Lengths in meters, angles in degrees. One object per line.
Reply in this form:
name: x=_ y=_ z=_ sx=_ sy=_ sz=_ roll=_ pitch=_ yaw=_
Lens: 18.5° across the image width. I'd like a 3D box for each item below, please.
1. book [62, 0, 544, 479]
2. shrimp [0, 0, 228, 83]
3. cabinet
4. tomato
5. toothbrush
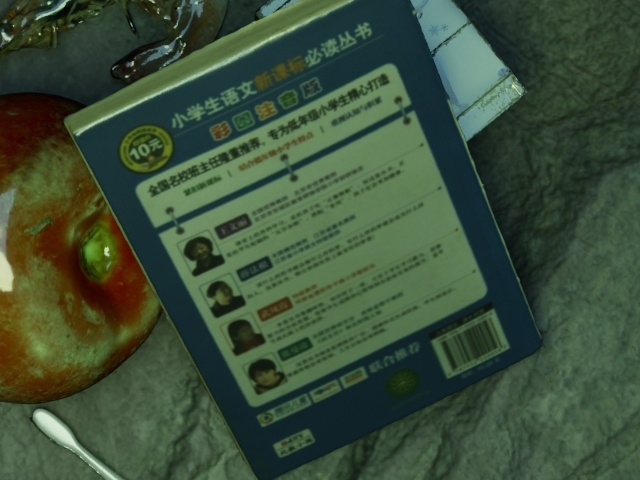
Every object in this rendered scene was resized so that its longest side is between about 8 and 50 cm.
book: x=0.000 y=0.000 z=1.690 sx=0.300 sy=0.039 sz=0.428 roll=-25 pitch=126 yaw=-2
shrimp: x=-0.197 y=-0.207 z=1.821 sx=0.251 sy=0.052 sz=0.144 roll=-31 pitch=90 yaw=-6
cabinet: x=0.059 y=-0.160 z=1.781 sx=0.145 sy=0.150 sz=0.206 roll=-39 pitch=89 yaw=-5
tomato: x=-0.265 y=0.004 z=1.701 sx=0.222 sy=0.270 sz=0.270 roll=1 pitch=84 yaw=34
toothbrush: x=-0.152 y=0.250 z=1.801 sx=0.288 sy=0.024 sz=0.021 roll=41 pitch=87 yaw=-1
